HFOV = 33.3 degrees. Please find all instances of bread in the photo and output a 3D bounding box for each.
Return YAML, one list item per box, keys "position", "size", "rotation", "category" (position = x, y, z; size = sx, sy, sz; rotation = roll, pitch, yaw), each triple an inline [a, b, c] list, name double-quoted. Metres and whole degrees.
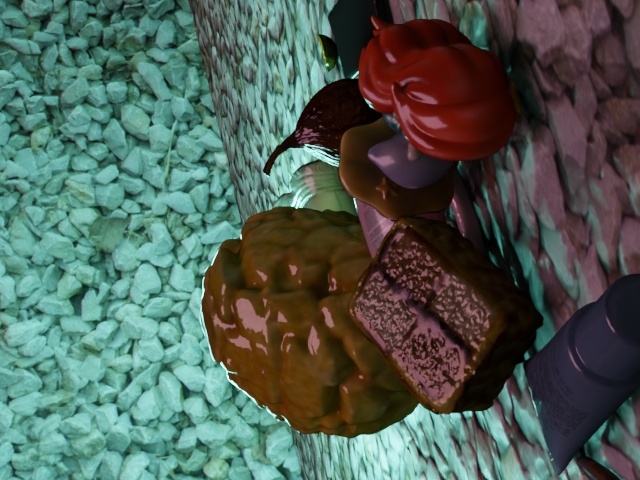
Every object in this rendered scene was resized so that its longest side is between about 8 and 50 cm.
- position: [0.139, 0.089, 1.270]
  size: [0.222, 0.096, 0.181]
  rotation: [47, 113, 33]
  category: "bread"

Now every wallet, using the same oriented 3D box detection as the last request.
- position: [0.061, -0.331, 1.649]
  size: [0.244, 0.025, 0.124]
  rotation: [150, 108, -75]
  category: "wallet"

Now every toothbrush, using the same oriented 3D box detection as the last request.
- position: [0.330, 0.286, 1.028]
  size: [0.321, 0.023, 0.031]
  rotation: [-137, 45, -68]
  category: "toothbrush"

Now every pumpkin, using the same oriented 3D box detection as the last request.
- position: [0.015, -0.326, 1.848]
  size: [0.083, 0.028, 0.050]
  rotation: [89, 164, -71]
  category: "pumpkin"

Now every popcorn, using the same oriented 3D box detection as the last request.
- position: [-0.002, 0.125, 1.599]
  size: [0.390, 0.354, 0.344]
  rotation: [-120, 31, -65]
  category: "popcorn"

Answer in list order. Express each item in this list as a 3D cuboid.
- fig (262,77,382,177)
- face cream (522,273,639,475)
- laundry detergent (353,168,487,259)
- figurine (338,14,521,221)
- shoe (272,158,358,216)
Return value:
- position: [-0.003, -0.174, 1.692]
  size: [0.134, 0.201, 0.146]
  rotation: [79, 178, -48]
  category: "fig"
- position: [0.262, 0.133, 1.065]
  size: [0.385, 0.086, 0.136]
  rotation: [95, 163, -67]
  category: "face cream"
- position: [0.147, 0.028, 1.386]
  size: [0.159, 0.088, 0.335]
  rotation: [-32, 66, 32]
  category: "laundry detergent"
- position: [0.120, -0.152, 1.239]
  size: [0.257, 0.181, 0.208]
  rotation: [124, 163, -63]
  category: "figurine"
- position: [0.000, 0.000, 1.966]
  size: [0.342, 0.132, 0.211]
  rotation: [120, 139, -67]
  category: "shoe"
